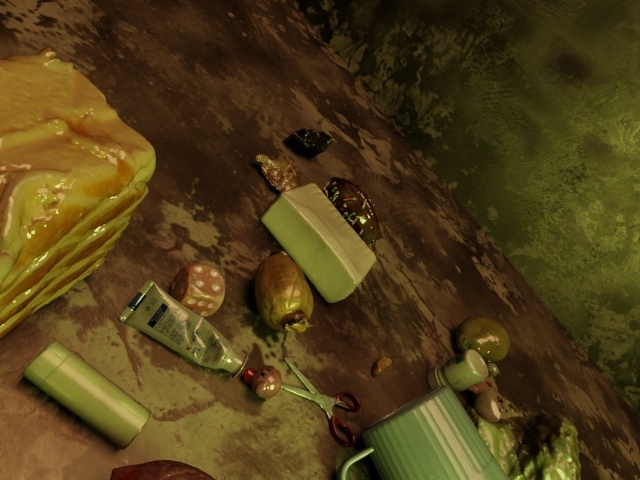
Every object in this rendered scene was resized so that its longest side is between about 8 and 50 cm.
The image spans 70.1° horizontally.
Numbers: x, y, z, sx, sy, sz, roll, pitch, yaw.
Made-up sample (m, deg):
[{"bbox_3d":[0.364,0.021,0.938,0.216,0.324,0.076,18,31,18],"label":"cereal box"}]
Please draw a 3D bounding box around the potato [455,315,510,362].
[{"bbox_3d":[0.610,0.374,1.723,0.235,0.160,0.177,-4,18,-36],"label":"potato"}]

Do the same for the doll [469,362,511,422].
[{"bbox_3d":[0.562,0.543,1.531,0.154,0.113,0.275,13,52,-29],"label":"doll"}]

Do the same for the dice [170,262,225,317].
[{"bbox_3d":[-0.274,0.113,1.015,0.093,0.094,0.091,19,38,-37],"label":"dice"}]

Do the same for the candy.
[{"bbox_3d":[-0.002,0.002,1.410,0.359,0.145,0.208,50,31,4],"label":"candy"}]

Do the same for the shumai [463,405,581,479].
[{"bbox_3d":[0.467,0.609,1.204,0.323,0.398,0.324,18,10,9],"label":"shumai"}]

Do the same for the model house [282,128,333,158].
[{"bbox_3d":[-0.056,-0.400,1.795,0.152,0.165,0.106,14,62,-40],"label":"model house"}]

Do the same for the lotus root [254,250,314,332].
[{"bbox_3d":[-0.095,0.137,1.160,0.257,0.140,0.154,-107,170,-46],"label":"lotus root"}]

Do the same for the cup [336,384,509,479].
[{"bbox_3d":[0.236,0.537,1.029,0.311,0.331,0.257,61,9,20],"label":"cup"}]

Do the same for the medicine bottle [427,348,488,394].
[{"bbox_3d":[0.433,0.423,1.442,0.105,0.168,0.105,30,35,-24],"label":"medicine bottle"}]

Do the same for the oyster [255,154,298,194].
[{"bbox_3d":[-0.140,-0.231,1.564,0.191,0.081,0.163,22,44,-29],"label":"oyster"}]

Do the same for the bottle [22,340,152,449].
[{"bbox_3d":[-0.381,0.254,0.754,0.201,0.072,0.072,42,32,-9],"label":"bottle"}]

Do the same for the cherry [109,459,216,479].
[{"bbox_3d":[-0.220,0.427,0.667,0.250,0.175,0.192,47,43,4],"label":"cherry"}]

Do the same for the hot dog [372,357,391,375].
[{"bbox_3d":[0.175,0.363,1.331,0.034,0.030,0.090,55,32,14],"label":"hot dog"}]

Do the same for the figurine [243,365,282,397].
[{"bbox_3d":[-0.118,0.311,1.007,0.083,0.071,0.067,-14,107,-46],"label":"figurine"}]

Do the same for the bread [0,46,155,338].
[{"bbox_3d":[-0.482,-0.049,0.683,0.279,0.371,0.390,44,31,-7],"label":"bread"}]

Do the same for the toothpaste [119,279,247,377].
[{"bbox_3d":[-0.274,0.194,0.951,0.266,0.061,0.096,38,74,-15],"label":"toothpaste"}]

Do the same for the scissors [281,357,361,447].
[{"bbox_3d":[-0.003,0.385,1.114,0.247,0.017,0.144,39,32,-11],"label":"scissors"}]

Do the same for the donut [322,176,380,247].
[{"bbox_3d":[0.095,-0.091,1.552,0.103,0.270,0.270,-34,80,-18],"label":"donut"}]
